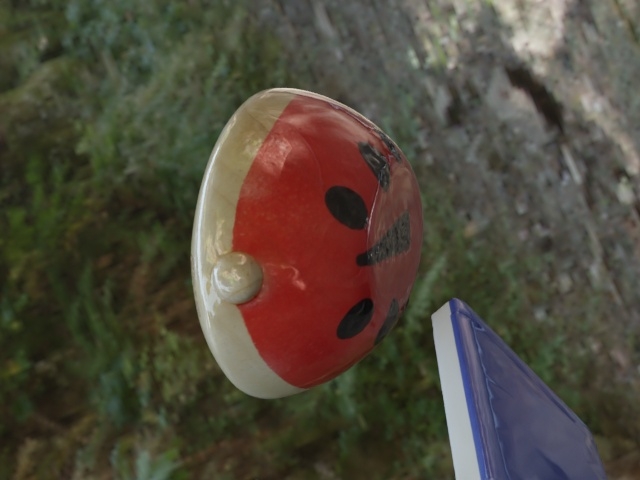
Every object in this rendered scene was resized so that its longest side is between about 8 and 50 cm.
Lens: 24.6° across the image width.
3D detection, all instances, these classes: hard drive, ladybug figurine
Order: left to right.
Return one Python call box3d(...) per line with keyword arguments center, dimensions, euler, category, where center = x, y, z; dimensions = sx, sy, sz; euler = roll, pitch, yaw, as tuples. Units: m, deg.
box3d(center=(0.000, 0.000, 1.456), dimensions=(0.449, 0.162, 0.305), euler=(-43, -50, -71), category="ladybug figurine")
box3d(center=(0.185, 0.193, 1.252), dimensions=(0.210, 0.040, 0.318), euler=(45, -164, -16), category="hard drive")

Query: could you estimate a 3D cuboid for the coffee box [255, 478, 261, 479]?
box3d(center=(0.026, 0.250, 1.067), dimensions=(0.040, 0.184, 0.113), euler=(-75, 0, -74), category="coffee box")
